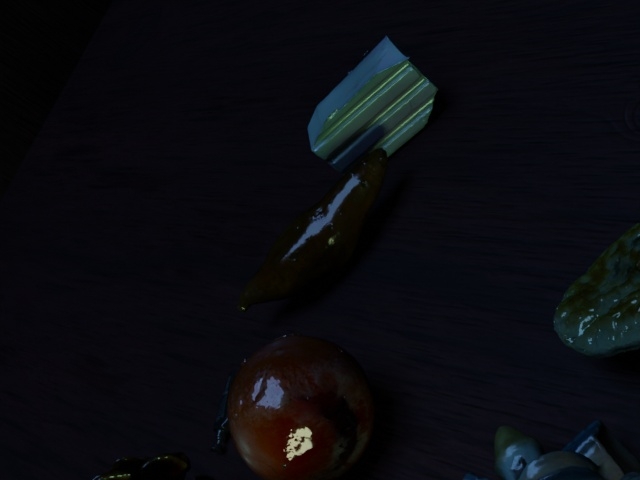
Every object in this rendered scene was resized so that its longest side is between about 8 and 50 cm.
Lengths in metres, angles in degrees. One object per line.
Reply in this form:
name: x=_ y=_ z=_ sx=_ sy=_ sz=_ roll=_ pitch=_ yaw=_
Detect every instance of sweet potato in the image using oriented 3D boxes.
sweet potato: x=-0.003 y=0.004 z=1.831 sx=0.359 sy=0.112 sz=0.112 roll=-42 pitch=35 yaw=15

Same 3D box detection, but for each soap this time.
soap: x=0.088 y=-0.220 z=1.876 sx=0.230 sy=0.145 sz=0.091 roll=-40 pitch=35 yaw=21

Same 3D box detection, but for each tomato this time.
tomato: x=-0.025 y=0.238 z=1.560 sx=0.208 sy=0.208 sz=0.184 roll=-50 pitch=35 yaw=7

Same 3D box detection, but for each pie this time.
pie: x=0.373 y=0.042 z=1.298 sx=0.240 sy=0.054 sz=0.240 roll=-42 pitch=12 yaw=12

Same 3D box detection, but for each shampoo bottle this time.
shampoo bottle: x=-0.152 y=0.280 z=1.846 sx=0.048 sy=0.027 sz=0.137 roll=-32 pitch=37 yaw=53

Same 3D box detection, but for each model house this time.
model house: x=0.229 y=0.289 z=1.212 sx=0.267 sy=0.194 sz=0.325 roll=-47 pitch=30 yaw=13

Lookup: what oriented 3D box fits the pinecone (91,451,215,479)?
pinecone: x=-0.253 y=0.442 z=1.646 sx=0.244 sy=0.244 sz=0.309 roll=-42 pitch=43 yaw=20
